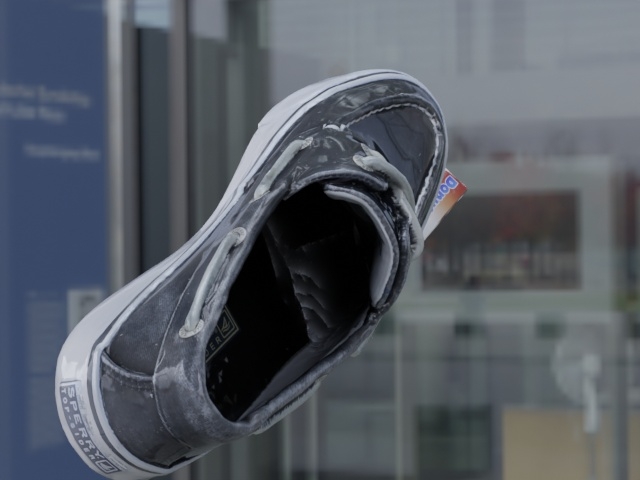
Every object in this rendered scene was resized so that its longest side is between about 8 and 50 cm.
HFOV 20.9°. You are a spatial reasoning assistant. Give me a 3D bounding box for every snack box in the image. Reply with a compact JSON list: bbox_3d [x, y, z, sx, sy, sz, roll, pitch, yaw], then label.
[{"bbox_3d":[0.024,0.018,1.072,0.064,0.022,0.178,-46,2,-38],"label":"snack box"}]

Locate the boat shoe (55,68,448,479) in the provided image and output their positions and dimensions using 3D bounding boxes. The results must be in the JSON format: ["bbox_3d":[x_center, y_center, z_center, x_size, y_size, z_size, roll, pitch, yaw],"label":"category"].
[{"bbox_3d":[0.000,0.000,0.812,0.102,0.108,0.301,-17,17,41],"label":"boat shoe"}]
